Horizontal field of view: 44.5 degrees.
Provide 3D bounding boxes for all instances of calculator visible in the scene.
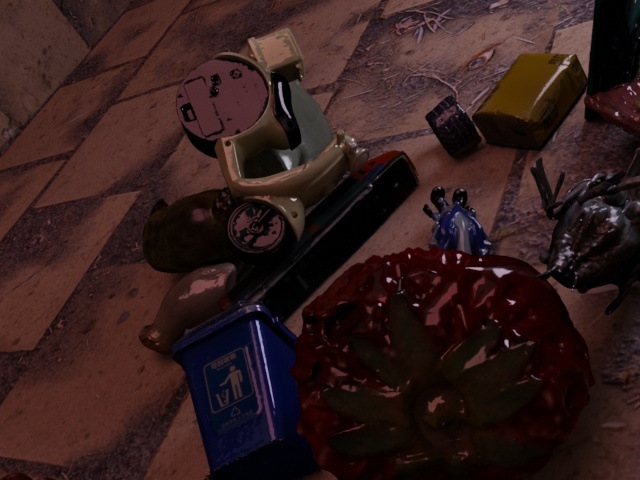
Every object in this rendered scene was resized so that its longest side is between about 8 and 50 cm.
[{"bbox_3d":[0.474,-0.343,1.194,0.058,0.274,0.248,21,59,26],"label":"calculator"}]

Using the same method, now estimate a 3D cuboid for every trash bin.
[{"bbox_3d":[-0.093,0.225,1.088,0.163,0.184,0.234,-29,46,10],"label":"trash bin"}]

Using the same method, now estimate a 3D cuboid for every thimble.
[{"bbox_3d":[0.227,-0.201,1.365,0.066,0.095,0.104,-33,43,8],"label":"thimble"}]

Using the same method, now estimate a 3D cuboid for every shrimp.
[{"bbox_3d":[0.348,-0.025,0.903,0.221,0.411,0.166,35,110,21],"label":"shrimp"}]

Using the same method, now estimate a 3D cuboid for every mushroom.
[{"bbox_3d":[-0.229,0.118,1.390,0.212,0.088,0.097,-43,60,-2],"label":"mushroom"}]

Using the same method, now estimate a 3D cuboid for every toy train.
[{"bbox_3d":[0.000,0.000,1.330,0.409,0.086,0.089,-45,33,-13],"label":"toy train"}]

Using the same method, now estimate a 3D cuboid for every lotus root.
[{"bbox_3d":[-0.225,-0.019,1.457,0.309,0.173,0.173,-14,37,52],"label":"lotus root"}]

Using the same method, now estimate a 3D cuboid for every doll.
[{"bbox_3d":[0.208,-0.015,1.190,0.096,0.070,0.195,1,36,-1],"label":"doll"}]

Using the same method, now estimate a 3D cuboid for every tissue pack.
[{"bbox_3d":[0.351,-0.237,1.312,0.120,0.082,0.169,16,59,48],"label":"tissue pack"}]

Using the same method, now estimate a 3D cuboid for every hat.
[{"bbox_3d":[0.526,-0.174,1.056,0.237,0.107,0.286,-19,38,-8],"label":"hat"}]

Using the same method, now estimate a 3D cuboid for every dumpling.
[{"bbox_3d":[-0.076,-0.171,1.513,0.212,0.269,0.320,8,41,19],"label":"dumpling"}]

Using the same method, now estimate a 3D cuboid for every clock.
[{"bbox_3d":[-0.082,-0.165,1.318,0.277,0.120,0.378,-25,72,-6],"label":"clock"}]

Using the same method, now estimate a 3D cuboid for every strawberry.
[{"bbox_3d":[0.135,0.141,0.929,0.318,0.295,0.345,-36,-1,10],"label":"strawberry"}]

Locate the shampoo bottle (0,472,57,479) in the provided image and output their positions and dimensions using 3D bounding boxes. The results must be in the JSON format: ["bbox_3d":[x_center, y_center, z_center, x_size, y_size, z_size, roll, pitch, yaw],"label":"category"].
[{"bbox_3d":[-0.403,0.434,1.169,0.314,0.076,0.118,13,60,48],"label":"shampoo bottle"}]
